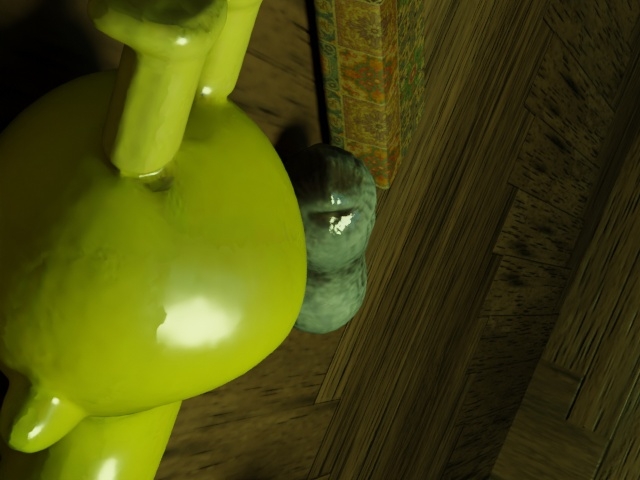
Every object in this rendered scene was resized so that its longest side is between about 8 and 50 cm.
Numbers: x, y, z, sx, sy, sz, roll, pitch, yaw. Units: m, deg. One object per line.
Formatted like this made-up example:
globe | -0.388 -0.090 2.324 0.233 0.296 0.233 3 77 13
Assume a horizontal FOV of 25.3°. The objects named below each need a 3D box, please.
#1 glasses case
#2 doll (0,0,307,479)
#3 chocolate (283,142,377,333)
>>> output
glasses case | 0.032 -0.123 0.914 0.218 0.049 0.075 82 29 -60
doll | -0.085 0.036 0.624 0.199 0.145 0.363 -52 165 -52
chocolate | 0.000 0.000 0.944 0.072 0.072 0.167 -54 159 -34
